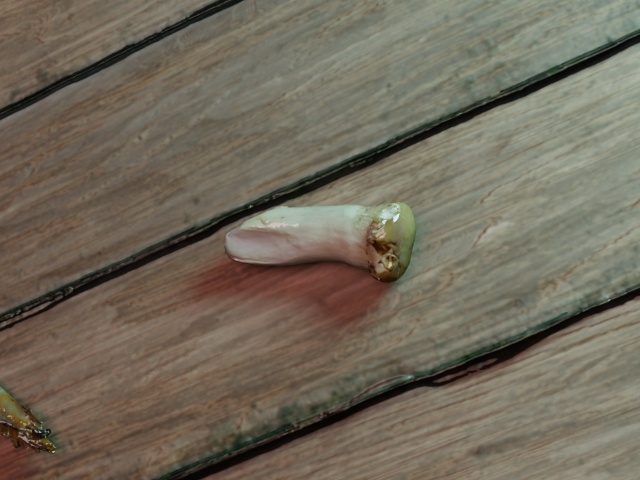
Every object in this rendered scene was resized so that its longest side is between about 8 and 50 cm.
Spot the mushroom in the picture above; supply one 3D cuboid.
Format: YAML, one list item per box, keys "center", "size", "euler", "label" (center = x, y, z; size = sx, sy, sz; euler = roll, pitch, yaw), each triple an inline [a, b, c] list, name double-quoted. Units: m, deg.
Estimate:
- center: [0.000, 0.000, 1.225]
  size: [0.209, 0.071, 0.084]
  euler: [1, 111, 21]
  label: "mushroom"

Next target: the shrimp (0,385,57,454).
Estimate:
- center: [-0.388, 0.230, 1.318]
  size: [0.178, 0.034, 0.124]
  euler: [30, 92, 23]
  label: "shrimp"
